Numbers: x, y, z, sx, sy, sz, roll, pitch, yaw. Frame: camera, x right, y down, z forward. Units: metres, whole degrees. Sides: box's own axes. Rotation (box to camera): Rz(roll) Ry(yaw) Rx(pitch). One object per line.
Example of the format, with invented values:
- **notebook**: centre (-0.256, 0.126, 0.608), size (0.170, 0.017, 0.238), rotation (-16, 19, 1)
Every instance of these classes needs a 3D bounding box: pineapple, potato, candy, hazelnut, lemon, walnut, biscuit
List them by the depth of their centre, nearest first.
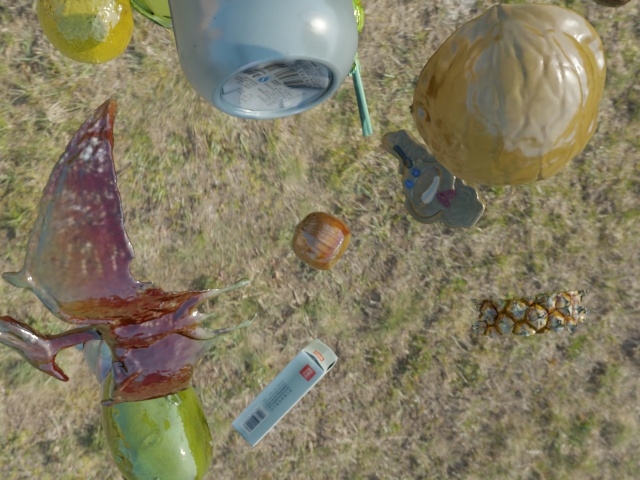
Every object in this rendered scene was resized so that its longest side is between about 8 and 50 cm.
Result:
- **walnut**: centre (0.166, -0.100, 0.514), size (0.167, 0.086, 0.211), rotation (-11, 156, 18)
- **potato**: centre (-0.266, 0.309, 0.986), size (0.149, 0.186, 0.253), rotation (-22, 98, 23)
- **candy**: centre (0.059, -0.307, 1.053), size (0.073, 0.077, 0.261), rotation (-11, 121, 7)
- **pineapple**: centre (0.413, 0.132, 1.108), size (0.233, 0.135, 0.079), rotation (-9, 93, -15)
- **lemon**: centre (-0.500, -0.479, 1.266), size (0.193, 0.231, 0.192), rotation (1, 83, -10)
- **biscuit**: centre (0.275, -0.153, 1.506), size (0.183, 0.047, 0.319), rotation (-33, 91, 27)
- **hazelnut**: centre (0.000, 0.000, 1.583), size (0.151, 0.150, 0.150), rotation (-3, 108, -10)

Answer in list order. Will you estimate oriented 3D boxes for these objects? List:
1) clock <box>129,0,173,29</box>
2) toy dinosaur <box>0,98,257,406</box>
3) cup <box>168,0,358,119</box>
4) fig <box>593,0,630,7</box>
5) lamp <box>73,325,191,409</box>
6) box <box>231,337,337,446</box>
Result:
- **clock**: centre (-0.439, -0.727, 1.725), size (0.277, 0.293, 0.071), rotation (9, 73, 3)
- **toy dinosaur**: centre (-0.162, 0.058, 0.539), size (0.207, 0.112, 0.327), rotation (-27, 141, 11)
- **cup**: centre (-0.077, -0.308, 0.660), size (0.206, 0.205, 0.311), rotation (-9, 78, -9)
- **fig**: centre (0.559, -0.515, 1.146), size (0.103, 0.154, 0.109), rotation (-7, 128, 7)
- **lamp**: centre (-0.395, 0.282, 1.293), size (0.247, 0.301, 0.247), rotation (-12, 128, -23)
- **box**: centre (-0.082, 0.355, 1.404), size (0.079, 0.135, 0.269), rotation (44, 102, 8)
